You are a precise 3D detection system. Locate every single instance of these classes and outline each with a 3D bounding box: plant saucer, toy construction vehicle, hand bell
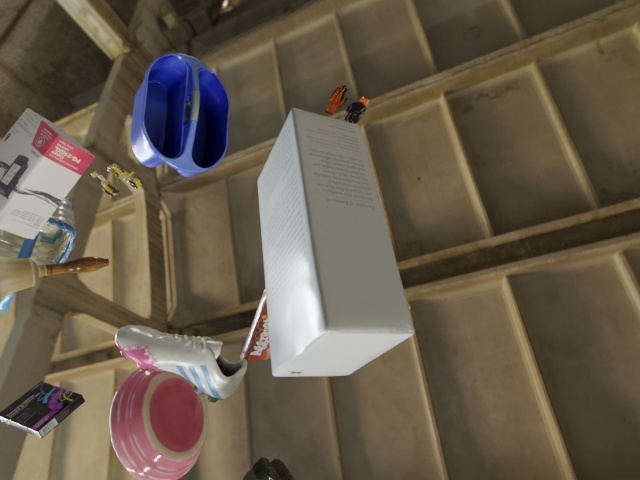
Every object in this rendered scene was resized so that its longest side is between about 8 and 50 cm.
[{"bbox_3d":[-0.443,0.515,1.224,0.084,0.332,0.332,-28,-130,18],"label":"plant saucer"},{"bbox_3d":[-0.526,-0.161,1.088,0.098,0.035,0.086,41,-120,7],"label":"toy construction vehicle"},{"bbox_3d":[-0.622,0.068,0.978,0.126,0.242,0.126,11,-76,47],"label":"hand bell"}]

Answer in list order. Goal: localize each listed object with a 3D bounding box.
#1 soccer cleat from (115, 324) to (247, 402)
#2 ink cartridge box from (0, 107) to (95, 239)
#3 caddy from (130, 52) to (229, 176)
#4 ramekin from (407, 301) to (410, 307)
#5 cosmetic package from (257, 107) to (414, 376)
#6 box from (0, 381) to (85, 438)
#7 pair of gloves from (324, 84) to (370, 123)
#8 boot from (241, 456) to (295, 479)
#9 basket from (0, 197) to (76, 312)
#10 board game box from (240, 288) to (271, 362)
[{"bbox_3d":[-0.335,0.278,1.057,0.143,0.331,0.116,-50,-159,11],"label":"soccer cleat"},{"bbox_3d":[-0.654,-0.149,0.945,0.172,0.100,0.237,35,-93,28],"label":"ink cartridge box"},{"bbox_3d":[-0.380,-0.341,1.164,0.179,0.241,0.341,-15,-110,47],"label":"caddy"},{"bbox_3d":[0.113,0.224,1.188,0.273,0.273,0.127,-39,-109,-2],"label":"ramekin"},{"bbox_3d":[0.000,0.000,0.797,0.230,0.162,0.453,128,-39,-49],"label":"cosmetic package"},{"bbox_3d":[-0.674,0.404,1.016,0.162,0.029,0.116,2,-153,26],"label":"box"},{"bbox_3d":[0.058,-0.297,0.923,0.083,0.010,0.074,31,-93,2],"label":"pair of gloves"},{"bbox_3d":[-0.153,0.607,1.002,0.161,0.246,0.083,-41,-128,-9],"label":"boot"},{"bbox_3d":[-0.782,0.016,1.120,0.255,0.201,0.289,-46,-137,27],"label":"basket"},{"bbox_3d":[-0.123,0.238,1.176,0.027,0.145,0.281,59,-43,42],"label":"board game box"}]
